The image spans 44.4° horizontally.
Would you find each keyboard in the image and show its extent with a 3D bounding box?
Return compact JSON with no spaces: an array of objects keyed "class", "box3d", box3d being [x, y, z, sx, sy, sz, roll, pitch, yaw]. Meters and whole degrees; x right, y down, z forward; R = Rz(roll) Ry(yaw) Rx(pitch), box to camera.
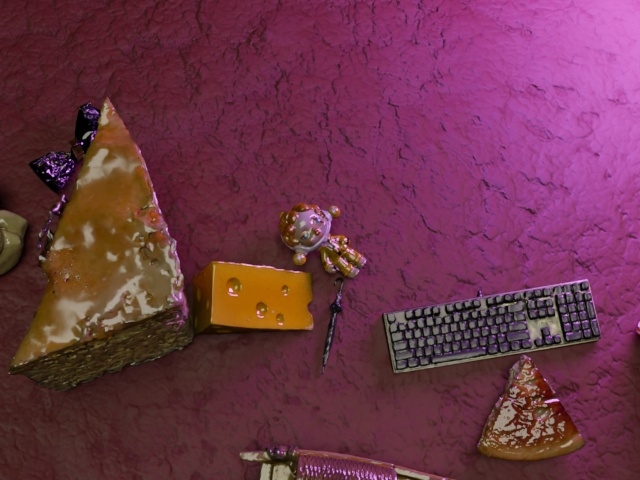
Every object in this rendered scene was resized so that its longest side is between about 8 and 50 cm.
[{"class":"keyboard","box3d":[0.254,0.123,1.167,0.316,0.027,0.106,-10,75,-2]}]

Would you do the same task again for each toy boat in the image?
[{"class":"toy boat","box3d":[0.038,0.338,1.064,0.310,0.115,0.089,9,75,3]}]

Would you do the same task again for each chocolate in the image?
[{"class":"chocolate","box3d":[-0.385,-0.146,1.230,0.072,0.070,0.147,42,78,-18]}]

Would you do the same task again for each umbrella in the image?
[{"class":"umbrella","box3d":[0.019,0.127,1.172,0.022,0.022,0.149,-6,69,43]}]

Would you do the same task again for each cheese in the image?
[{"class":"cheese","box3d":[-0.093,0.089,1.161,0.171,0.126,0.093,2,75,-20]}]

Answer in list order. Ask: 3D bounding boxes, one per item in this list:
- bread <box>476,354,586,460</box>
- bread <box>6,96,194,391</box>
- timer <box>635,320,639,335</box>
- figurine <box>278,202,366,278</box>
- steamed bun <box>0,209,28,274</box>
[{"class":"bread","box3d":[0.311,0.258,1.115,0.136,0.054,0.154,25,82,9]},{"class":"bread","box3d":[-0.328,0.027,1.090,0.279,0.248,0.315,-29,73,-9]},{"class":"timer","box3d":[0.607,0.082,1.058,0.257,0.250,0.161,-39,78,-9]},{"class":"figurine","box3d":[0.004,-0.003,1.188,0.143,0.068,0.101,14,79,-8]},{"class":"steamed bun","box3d":[-0.543,-0.016,1.172,0.192,0.106,0.178,-16,77,-5]}]
